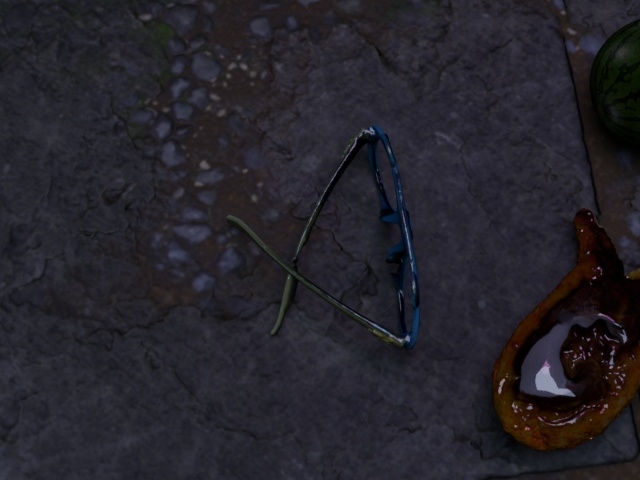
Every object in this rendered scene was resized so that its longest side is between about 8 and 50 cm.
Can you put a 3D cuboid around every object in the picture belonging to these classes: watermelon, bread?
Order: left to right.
[{"bbox_3d":[0.270,0.100,1.727,0.139,0.095,0.269,29,62,6],"label":"bread"},{"bbox_3d":[0.371,-0.175,1.777,0.187,0.141,0.141,-31,76,-13],"label":"watermelon"}]

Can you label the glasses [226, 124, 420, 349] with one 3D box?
[{"bbox_3d":[0.016,0.007,1.764,0.207,0.102,0.239,-14,74,24],"label":"glasses"}]
